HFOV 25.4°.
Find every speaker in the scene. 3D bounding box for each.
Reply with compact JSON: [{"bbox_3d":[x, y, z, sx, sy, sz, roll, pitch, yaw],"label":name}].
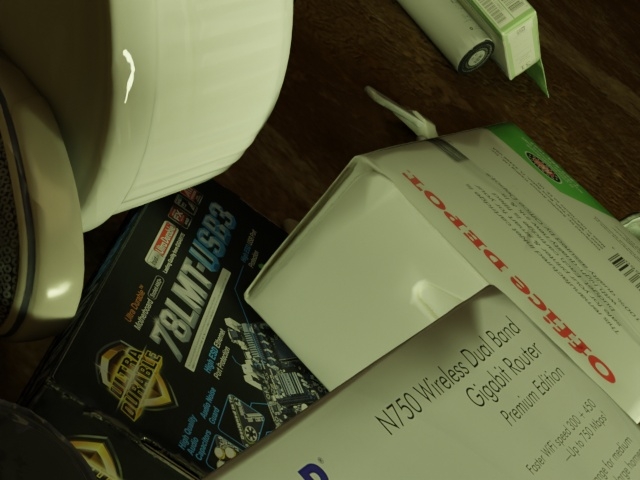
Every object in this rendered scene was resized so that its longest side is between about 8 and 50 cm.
[{"bbox_3d":[0.144,-0.260,1.666,0.055,0.055,0.136,0,46,-54],"label":"speaker"}]

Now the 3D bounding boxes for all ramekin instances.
[{"bbox_3d":[-0.125,-0.144,0.813,0.127,0.273,0.273,-12,54,-34],"label":"ramekin"}]

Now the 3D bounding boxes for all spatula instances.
[{"bbox_3d":[0.115,-0.077,1.305,0.168,0.019,0.242,47,12,16],"label":"spatula"}]

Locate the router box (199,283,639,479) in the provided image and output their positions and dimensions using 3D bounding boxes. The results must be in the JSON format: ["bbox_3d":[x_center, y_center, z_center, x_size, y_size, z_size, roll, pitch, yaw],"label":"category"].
[{"bbox_3d":[0.080,0.182,0.455,0.301,0.082,0.335,45,27,10],"label":"router box"}]

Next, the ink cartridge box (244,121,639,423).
[{"bbox_3d":[0.113,0.043,0.889,0.211,0.121,0.289,46,23,13],"label":"ink cartridge box"}]

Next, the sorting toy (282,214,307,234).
[{"bbox_3d":[0.000,0.000,1.093,0.062,0.012,0.083,19,33,-38],"label":"sorting toy"}]

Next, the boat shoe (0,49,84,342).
[{"bbox_3d":[-0.258,-0.077,0.761,0.158,0.127,0.340,-6,49,-38],"label":"boat shoe"}]

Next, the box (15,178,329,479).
[{"bbox_3d":[-0.014,0.107,0.830,0.293,0.073,0.295,34,24,-10],"label":"box"}]

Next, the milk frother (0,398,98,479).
[{"bbox_3d":[-0.122,0.156,0.524,0.143,0.135,0.129,27,29,-28],"label":"milk frother"}]

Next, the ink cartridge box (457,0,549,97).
[{"bbox_3d":[0.203,-0.267,1.735,0.171,0.056,0.235,53,-4,23],"label":"ink cartridge box"}]

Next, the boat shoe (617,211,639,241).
[{"bbox_3d":[0.237,0.051,1.215,0.121,0.119,0.335,40,27,-3],"label":"boat shoe"}]

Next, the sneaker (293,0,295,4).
[{"bbox_3d":[-0.093,-0.180,1.156,0.118,0.107,0.279,27,23,-4],"label":"sneaker"}]
